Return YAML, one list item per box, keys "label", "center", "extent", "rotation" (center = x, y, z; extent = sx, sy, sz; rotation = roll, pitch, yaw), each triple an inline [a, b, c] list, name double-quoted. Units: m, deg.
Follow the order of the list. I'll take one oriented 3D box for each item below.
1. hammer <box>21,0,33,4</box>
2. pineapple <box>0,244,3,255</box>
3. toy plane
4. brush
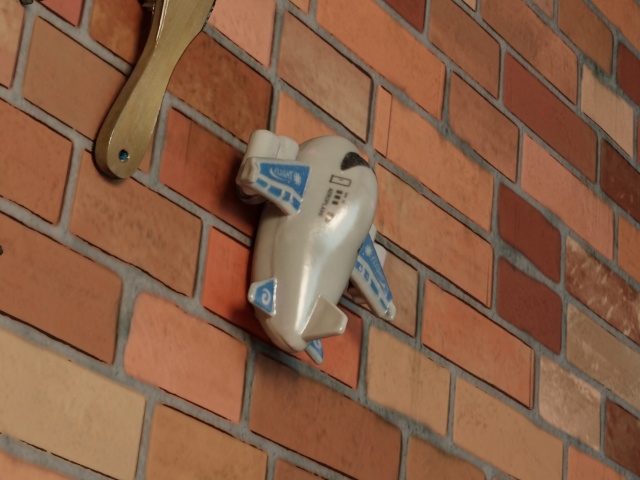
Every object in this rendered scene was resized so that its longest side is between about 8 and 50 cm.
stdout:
- label: "hammer"
  center: [-0.296, -0.143, 1.396]
  extent: [0.111, 0.033, 0.288]
  rotation: [29, 58, -47]
- label: "pineapple"
  center: [-0.314, 0.085, 1.236]
  extent: [0.125, 0.125, 0.251]
  rotation: [55, 35, -29]
- label: "toy plane"
  center: [-0.005, 0.001, 1.694]
  extent: [0.267, 0.122, 0.267]
  rotation: [27, 57, -50]
- label: "brush"
  center: [-0.160, -0.204, 1.596]
  extent: [0.070, 0.065, 0.328]
  rotation: [46, 55, -46]
